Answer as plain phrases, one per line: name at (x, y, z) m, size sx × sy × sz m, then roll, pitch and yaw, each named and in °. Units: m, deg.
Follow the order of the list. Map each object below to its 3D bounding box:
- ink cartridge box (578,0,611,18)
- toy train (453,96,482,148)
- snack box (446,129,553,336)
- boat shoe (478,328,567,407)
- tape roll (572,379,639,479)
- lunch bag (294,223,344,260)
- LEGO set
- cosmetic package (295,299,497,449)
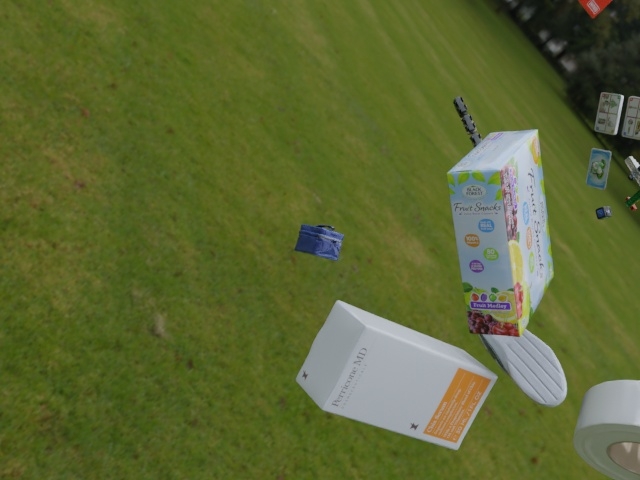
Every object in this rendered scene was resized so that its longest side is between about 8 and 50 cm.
ink cartridge box at (0.575, -0.532, 1.433) m, size 0.275 × 0.239 × 0.060 m, roll 12°, pitch 37°, yaw -55°
toy train at (0.343, -0.263, 1.792) m, size 0.036 × 0.027 × 0.158 m, roll 72°, pitch -1°, yaw -64°
snack box at (0.225, -0.014, 0.951) m, size 0.174 × 0.070 × 0.207 m, roll -38°, pitch 123°, yaw -54°
boat shoe at (0.505, 0.289, 1.957) m, size 0.335 × 0.121 × 0.119 m, roll 58°, pitch 0°, yaw 40°
tape roll at (0.650, 0.391, 1.527) m, size 0.286 × 0.286 × 0.100 m, roll 41°, pitch 57°, yaw -20°
lunch bag at (0.000, 0.000, 1.552) m, size 0.067 × 0.065 × 0.098 m, roll 16°, pitch -3°, yaw -40°
LEGO set at (0.595, -0.148, 1.469) m, size 0.060 × 0.244 × 0.182 m, roll -3°, pitch 16°, yaw -30°
cosmetic package at (0.194, 0.339, 1.918) m, size 0.453 × 0.230 × 0.161 m, roll 23°, pitch 7°, yaw -31°
